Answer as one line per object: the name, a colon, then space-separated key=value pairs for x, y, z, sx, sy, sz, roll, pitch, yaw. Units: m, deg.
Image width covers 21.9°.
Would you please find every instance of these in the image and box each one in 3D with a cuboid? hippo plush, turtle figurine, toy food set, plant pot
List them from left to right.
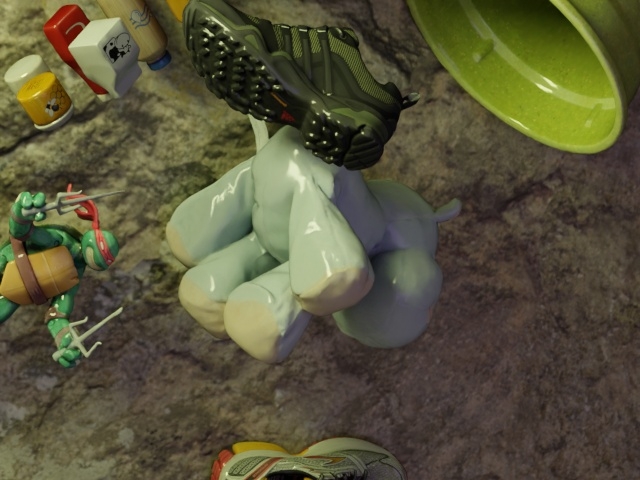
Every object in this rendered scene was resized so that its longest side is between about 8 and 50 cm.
turtle figurine: x=-0.273 y=0.038 z=1.575 sx=0.234 sy=0.118 sz=0.175 roll=-22 pitch=103 yaw=0
toy food set: x=-0.193 y=-0.162 z=1.529 sx=0.232 sy=0.111 sz=0.104 roll=-56 pitch=129 yaw=-34
hippo plush: x=0.000 y=0.000 z=1.676 sx=0.236 sy=0.234 sz=0.294 roll=23 pitch=55 yaw=-48
plant pot: x=0.266 y=-0.272 z=1.654 sx=0.254 sy=0.276 sz=0.276 roll=-47 pitch=123 yaw=-17

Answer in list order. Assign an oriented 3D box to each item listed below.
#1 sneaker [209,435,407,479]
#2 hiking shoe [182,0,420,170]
sneaker: x=-0.004 y=0.273 z=1.810 sx=0.225 sy=0.093 sz=0.088 roll=0 pitch=109 yaw=-27
hiking shoe: x=-0.022 y=-0.161 z=1.530 sx=0.227 sy=0.086 sz=0.114 roll=37 pitch=52 yaw=1
